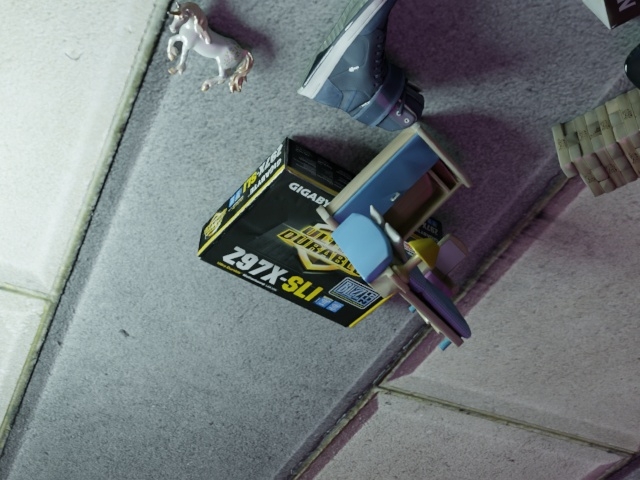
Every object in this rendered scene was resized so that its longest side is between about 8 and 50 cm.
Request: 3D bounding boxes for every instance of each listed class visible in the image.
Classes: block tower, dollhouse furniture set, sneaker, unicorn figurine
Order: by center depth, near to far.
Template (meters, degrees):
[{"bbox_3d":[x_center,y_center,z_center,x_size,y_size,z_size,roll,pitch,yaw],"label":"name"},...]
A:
[{"bbox_3d":[0.089,-0.240,1.184,0.164,0.086,0.226,28,142,-12],"label":"sneaker"},{"bbox_3d":[-0.161,-0.263,1.203,0.162,0.060,0.111,11,138,-35],"label":"unicorn figurine"},{"bbox_3d":[0.178,0.014,1.251,0.198,0.303,0.286,-44,118,6],"label":"dollhouse furniture set"},{"bbox_3d":[0.505,-0.177,1.255,0.336,0.090,0.097,-24,131,25],"label":"block tower"}]

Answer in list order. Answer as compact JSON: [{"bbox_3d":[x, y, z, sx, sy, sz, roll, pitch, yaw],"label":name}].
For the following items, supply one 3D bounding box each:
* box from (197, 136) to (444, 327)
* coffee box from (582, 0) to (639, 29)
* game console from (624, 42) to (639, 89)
[{"bbox_3d":[0.000,0.000,1.464,0.322,0.079,0.257,27,133,-26],"label":"box"},{"bbox_3d":[0.336,-0.404,0.965,0.168,0.118,0.297,-27,133,7],"label":"coffee box"},{"bbox_3d":[0.551,-0.216,1.059,0.250,0.173,0.293,43,117,0],"label":"game console"}]
